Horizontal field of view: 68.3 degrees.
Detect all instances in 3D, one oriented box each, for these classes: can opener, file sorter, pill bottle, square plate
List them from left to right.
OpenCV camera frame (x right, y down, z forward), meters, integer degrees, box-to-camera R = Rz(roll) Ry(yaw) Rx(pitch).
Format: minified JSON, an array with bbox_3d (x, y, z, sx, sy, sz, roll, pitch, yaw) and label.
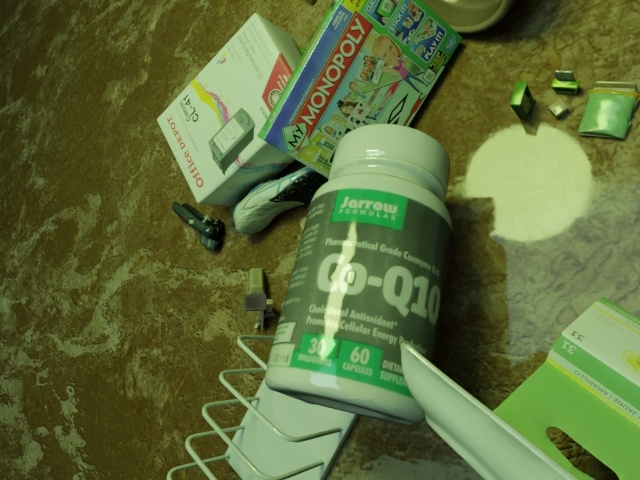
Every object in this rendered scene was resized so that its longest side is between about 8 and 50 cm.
[{"bbox_3d":[-0.285,-0.046,1.066,0.186,0.059,0.073,35,99,35],"label":"can opener"},{"bbox_3d":[-0.091,0.315,0.772,0.193,0.173,0.278,31,96,35],"label":"file sorter"},{"bbox_3d":[0.066,0.040,0.636,0.204,0.204,0.361,-3,63,34],"label":"pill bottle"},{"bbox_3d":[0.235,0.261,0.452,0.049,0.344,0.347,-48,55,-5],"label":"square plate"}]

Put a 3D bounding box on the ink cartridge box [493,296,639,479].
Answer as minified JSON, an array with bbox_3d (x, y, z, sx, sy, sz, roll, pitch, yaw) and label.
[{"bbox_3d":[0.319,0.165,0.493,0.171,0.235,0.056,38,132,35],"label":"ink cartridge box"}]

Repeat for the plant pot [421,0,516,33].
[{"bbox_3d":[0.239,-0.500,0.721,0.263,0.263,0.229,33,81,36],"label":"plant pot"}]

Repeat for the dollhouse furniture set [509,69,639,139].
[{"bbox_3d":[0.352,-0.194,0.658,0.151,0.058,0.076,18,89,37],"label":"dollhouse furniture set"}]

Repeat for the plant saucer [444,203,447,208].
[{"bbox_3d":[0.118,-0.017,0.791,0.195,0.037,0.195,-9,74,32],"label":"plant saucer"}]

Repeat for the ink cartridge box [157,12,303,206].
[{"bbox_3d":[-0.148,-0.239,0.928,0.306,0.131,0.226,-36,73,24],"label":"ink cartridge box"}]

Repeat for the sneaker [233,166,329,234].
[{"bbox_3d":[-0.079,-0.094,0.922,0.237,0.085,0.086,-27,57,23],"label":"sneaker"}]

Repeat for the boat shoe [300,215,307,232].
[{"bbox_3d":[0.000,0.000,0.864,0.050,0.045,0.135,-50,56,15],"label":"boat shoe"}]

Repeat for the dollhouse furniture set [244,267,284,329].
[{"bbox_3d":[-0.106,0.116,0.933,0.114,0.091,0.081,-100,14,-45],"label":"dollhouse furniture set"}]

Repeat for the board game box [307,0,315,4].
[{"bbox_3d":[-0.047,-0.649,1.068,0.124,0.039,0.259,-45,55,17],"label":"board game box"}]

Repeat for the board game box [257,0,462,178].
[{"bbox_3d":[0.067,-0.255,0.781,0.317,0.213,0.046,-59,28,9],"label":"board game box"}]

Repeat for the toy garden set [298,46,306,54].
[{"bbox_3d":[-0.093,-0.299,1.000,0.204,0.049,0.244,34,98,36],"label":"toy garden set"}]
